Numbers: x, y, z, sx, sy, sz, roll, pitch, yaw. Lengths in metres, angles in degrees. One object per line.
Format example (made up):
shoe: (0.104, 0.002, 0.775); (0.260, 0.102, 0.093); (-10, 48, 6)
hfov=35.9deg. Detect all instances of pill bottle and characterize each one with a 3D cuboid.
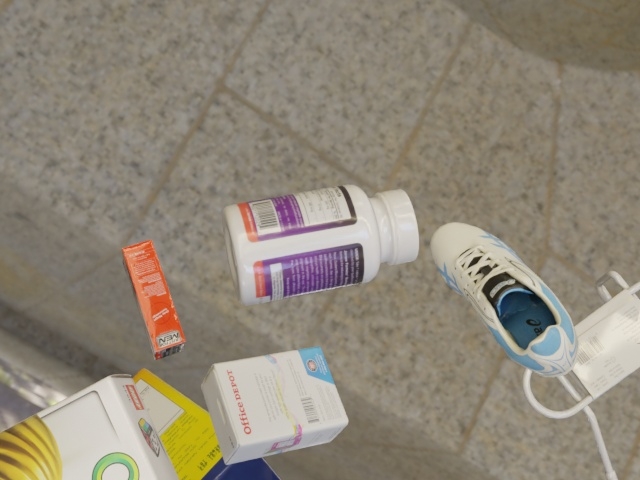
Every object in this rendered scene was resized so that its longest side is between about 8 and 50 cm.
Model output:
pill bottle: (0.000, 0.000, 1.043); (0.108, 0.193, 0.108); (170, -90, -80)

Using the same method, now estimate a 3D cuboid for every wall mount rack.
wall mount rack: (0.506, 0.232, 1.690); (0.350, 0.304, 0.130); (-32, 167, -15)

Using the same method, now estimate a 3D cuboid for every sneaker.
sneaker: (0.194, 0.048, 1.070); (0.085, 0.086, 0.237); (-36, -133, -2)

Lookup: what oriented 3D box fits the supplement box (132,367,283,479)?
supplement box: (-0.231, 0.396, 1.657); (0.194, 0.195, 0.356); (-46, -143, -18)

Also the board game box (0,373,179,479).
board game box: (-0.141, 0.259, 0.590); (0.193, 0.305, 0.053); (-28, 169, 2)

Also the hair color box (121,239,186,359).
hair color box: (-0.216, 0.078, 1.277); (0.043, 0.141, 0.072); (-18, 168, -14)

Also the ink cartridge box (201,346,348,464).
ink cartridge box: (-0.047, 0.163, 0.984); (0.052, 0.122, 0.088); (-55, -132, 48)
